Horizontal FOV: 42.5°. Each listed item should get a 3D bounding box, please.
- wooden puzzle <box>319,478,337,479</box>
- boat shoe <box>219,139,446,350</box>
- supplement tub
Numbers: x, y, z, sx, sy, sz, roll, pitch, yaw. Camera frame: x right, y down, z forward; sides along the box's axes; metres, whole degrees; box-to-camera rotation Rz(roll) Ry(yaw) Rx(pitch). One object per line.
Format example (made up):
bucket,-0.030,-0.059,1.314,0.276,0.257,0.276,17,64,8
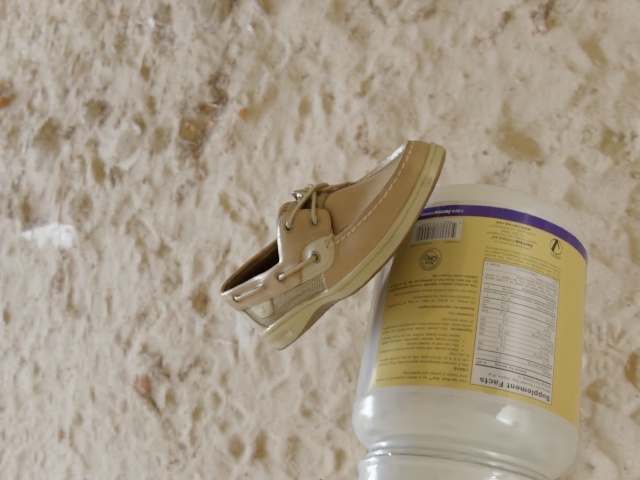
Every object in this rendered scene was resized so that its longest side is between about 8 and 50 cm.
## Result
wooden puzzle,0.003,0.480,1.543,0.049,0.006,0.083,30,69,36
boat shoe,0.000,0.000,0.882,0.341,0.110,0.121,-46,11,38
supplement tub,0.166,0.131,0.911,0.241,0.241,0.331,-16,55,46
